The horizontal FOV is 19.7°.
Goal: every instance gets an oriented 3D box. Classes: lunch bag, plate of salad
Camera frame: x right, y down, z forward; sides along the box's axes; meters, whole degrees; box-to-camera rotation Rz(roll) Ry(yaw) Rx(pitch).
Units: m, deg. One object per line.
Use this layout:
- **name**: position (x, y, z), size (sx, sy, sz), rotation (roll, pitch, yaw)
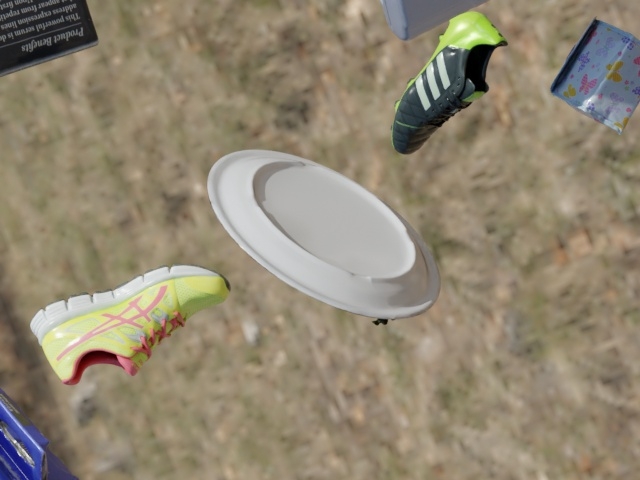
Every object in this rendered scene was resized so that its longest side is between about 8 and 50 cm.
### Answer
- **lunch bag**: position (0.213, -0.130, 1.406), size (0.053, 0.071, 0.083), rotation (28, -171, -27)
- **plate of salad**: position (0.000, 0.000, 1.411), size (0.200, 0.048, 0.200), rotation (24, -152, -14)

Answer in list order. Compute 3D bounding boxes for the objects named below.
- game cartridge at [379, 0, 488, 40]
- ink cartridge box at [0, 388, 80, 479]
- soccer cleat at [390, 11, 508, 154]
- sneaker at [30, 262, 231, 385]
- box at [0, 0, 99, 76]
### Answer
- **game cartridge**: position (0.108, -0.279, 1.227), size (0.060, 0.196, 0.294), rotation (52, 169, 38)
- **ink cartridge box**: position (-0.384, 0.345, 2.006), size (0.270, 0.395, 0.151), rotation (44, -157, 29)
- **soccer cleat**: position (0.133, -0.157, 1.940), size (0.060, 0.179, 0.072), rotation (-2, -141, -48)
- **sneaker**: position (-0.187, 0.092, 1.896), size (0.081, 0.208, 0.094), rotation (75, 175, -67)
- **box**: position (-0.472, -0.379, 2.206), size (0.293, 0.212, 0.395), rotation (-1, 108, 55)
